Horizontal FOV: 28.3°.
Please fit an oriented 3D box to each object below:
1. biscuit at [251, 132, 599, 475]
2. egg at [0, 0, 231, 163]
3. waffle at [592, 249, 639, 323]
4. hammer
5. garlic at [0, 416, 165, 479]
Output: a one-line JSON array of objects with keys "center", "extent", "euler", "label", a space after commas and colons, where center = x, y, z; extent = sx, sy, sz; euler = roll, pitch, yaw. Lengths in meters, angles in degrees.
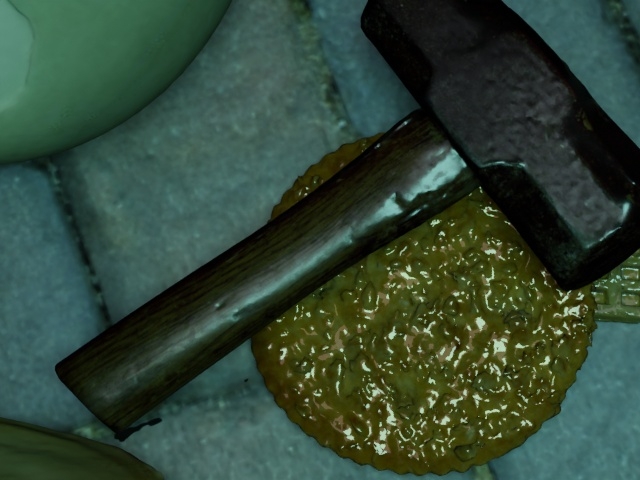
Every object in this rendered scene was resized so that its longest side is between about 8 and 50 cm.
[{"center": [0.067, 0.040, 0.895], "extent": [0.254, 0.035, 0.253], "euler": [-2, 77, 10], "label": "biscuit"}, {"center": [-0.189, -0.215, 0.856], "extent": [0.278, 0.278, 0.336], "euler": [19, 73, 8], "label": "egg"}, {"center": [0.199, 0.015, 0.910], "extent": [0.135, 0.021, 0.092], "euler": [2, 76, 7], "label": "waffle"}, {"center": [0.000, 0.000, 0.854], "extent": [0.409, 0.095, 0.242], "euler": [-34, 71, 2], "label": "hammer"}, {"center": [-0.242, 0.155, 0.828], "extent": [0.339, 0.196, 0.151], "euler": [26, 65, 12], "label": "garlic"}]
